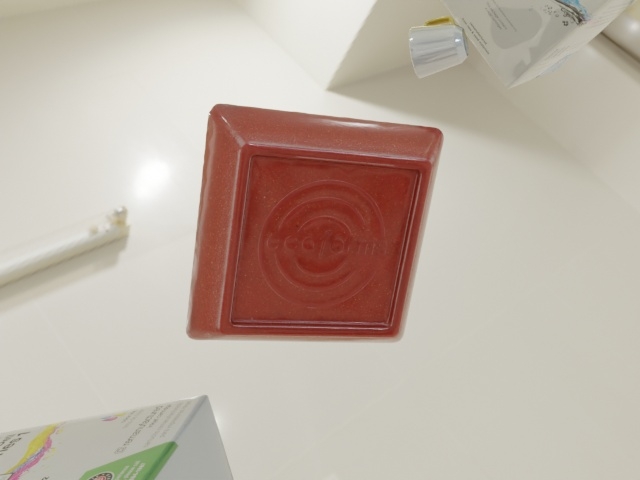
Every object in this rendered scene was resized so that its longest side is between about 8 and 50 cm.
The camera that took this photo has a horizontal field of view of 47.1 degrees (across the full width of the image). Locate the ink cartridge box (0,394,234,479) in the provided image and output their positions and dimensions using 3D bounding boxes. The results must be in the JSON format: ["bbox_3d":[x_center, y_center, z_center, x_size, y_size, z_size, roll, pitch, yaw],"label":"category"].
[{"bbox_3d":[-0.241,0.250,0.653,0.278,0.117,0.201,-13,10,12],"label":"ink cartridge box"}]

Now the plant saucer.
[{"bbox_3d":[0.000,0.000,0.777,0.258,0.048,0.259,3,-72,-18],"label":"plant saucer"}]

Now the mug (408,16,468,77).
[{"bbox_3d":[0.147,-0.245,0.907,0.064,0.078,0.062,-7,-5,22],"label":"mug"}]

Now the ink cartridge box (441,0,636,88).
[{"bbox_3d":[0.320,-0.353,0.987,0.171,0.168,0.232,-26,-11,-47],"label":"ink cartridge box"}]
